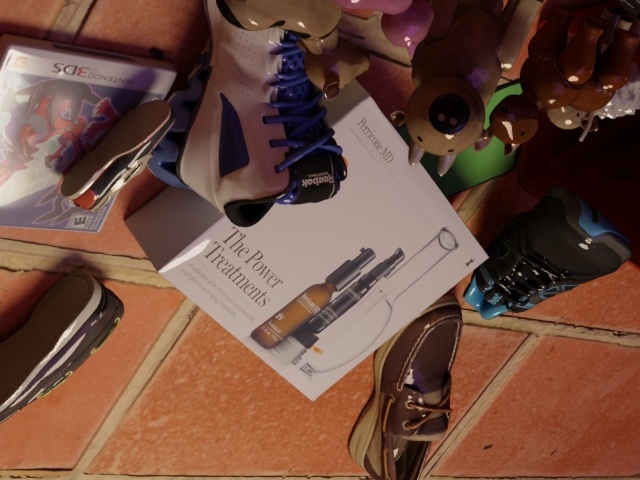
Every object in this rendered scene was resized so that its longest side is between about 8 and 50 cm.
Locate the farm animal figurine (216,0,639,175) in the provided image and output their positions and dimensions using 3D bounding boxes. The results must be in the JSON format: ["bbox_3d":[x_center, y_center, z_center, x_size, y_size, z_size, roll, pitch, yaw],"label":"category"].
[{"bbox_3d":[0.093,-0.157,1.134,0.327,0.330,0.172,-27,142,-65],"label":"farm animal figurine"}]

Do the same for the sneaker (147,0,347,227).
[{"bbox_3d":[-0.036,-0.135,1.266,0.127,0.182,0.315,-18,142,-47],"label":"sneaker"}]

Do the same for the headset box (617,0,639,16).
[{"bbox_3d":[0.393,-0.362,1.364,0.110,0.218,0.293,-16,138,-29],"label":"headset box"}]

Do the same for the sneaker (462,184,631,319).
[{"bbox_3d":[0.269,0.032,1.638,0.139,0.125,0.341,-46,177,-11],"label":"sneaker"}]

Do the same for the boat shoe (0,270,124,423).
[{"bbox_3d":[-0.302,0.133,1.431,0.228,0.081,0.068,-43,139,3],"label":"boat shoe"}]

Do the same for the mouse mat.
[{"bbox_3d":[0.164,-0.109,1.623,0.189,0.007,0.152,-22,140,-21],"label":"mouse mat"}]

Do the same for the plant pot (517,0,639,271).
[{"bbox_3d":[0.422,-0.146,1.609,0.236,0.267,0.267,-33,145,-28],"label":"plant pot"}]

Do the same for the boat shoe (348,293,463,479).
[{"bbox_3d":[0.137,0.224,1.855,0.123,0.123,0.342,-9,135,-33],"label":"boat shoe"}]

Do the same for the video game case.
[{"bbox_3d":[-0.251,-0.094,1.280,0.183,0.023,0.201,4,127,-42],"label":"video game case"}]

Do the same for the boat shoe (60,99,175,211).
[{"bbox_3d":[-0.186,-0.079,1.289,0.137,0.049,0.043,-41,134,11],"label":"boat shoe"}]

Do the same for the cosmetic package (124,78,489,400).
[{"bbox_3d":[0.000,0.000,1.527,0.284,0.097,0.377,-41,142,2],"label":"cosmetic package"}]
